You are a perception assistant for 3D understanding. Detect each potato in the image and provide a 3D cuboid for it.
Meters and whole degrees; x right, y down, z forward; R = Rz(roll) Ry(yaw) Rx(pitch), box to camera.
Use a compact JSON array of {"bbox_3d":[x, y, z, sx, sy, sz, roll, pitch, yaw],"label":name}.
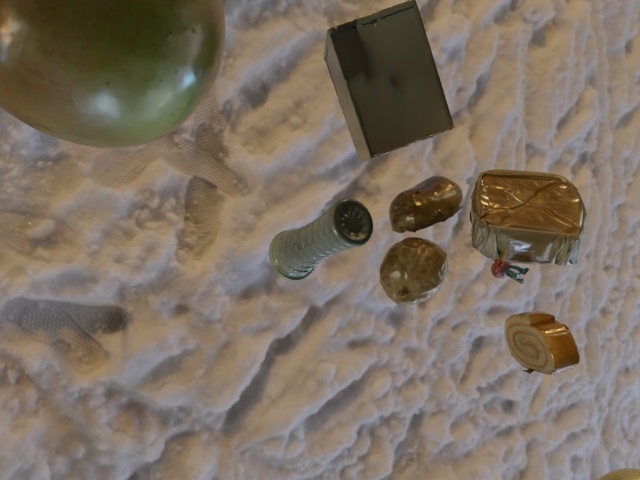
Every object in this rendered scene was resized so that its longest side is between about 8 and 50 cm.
[{"bbox_3d":[0.235,-0.095,1.045,0.200,0.164,0.081,-35,112,-37],"label":"potato"}]

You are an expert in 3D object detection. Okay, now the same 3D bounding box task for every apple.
[{"bbox_3d":[-0.295,-0.283,0.594,0.277,0.319,0.319,0,96,-58],"label":"apple"}]

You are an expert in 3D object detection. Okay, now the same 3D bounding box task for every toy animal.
[{"bbox_3d":[0.577,0.056,1.463,0.103,0.208,0.100,-6,131,-33],"label":"toy animal"}]

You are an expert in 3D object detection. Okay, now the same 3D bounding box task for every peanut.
[{"bbox_3d":[0.204,0.070,1.005,0.159,0.140,0.109,-66,164,1],"label":"peanut"}]

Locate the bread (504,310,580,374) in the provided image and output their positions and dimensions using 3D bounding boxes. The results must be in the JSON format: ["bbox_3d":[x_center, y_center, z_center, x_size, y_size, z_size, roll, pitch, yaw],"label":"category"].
[{"bbox_3d":[0.428,0.199,0.901,0.073,0.149,0.122,-12,85,-12],"label":"bread"}]

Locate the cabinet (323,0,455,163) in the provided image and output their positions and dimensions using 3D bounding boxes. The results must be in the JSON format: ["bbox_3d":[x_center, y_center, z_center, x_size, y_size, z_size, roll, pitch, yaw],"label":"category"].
[{"bbox_3d":[0.109,-0.256,0.773,0.145,0.150,0.206,-20,97,0],"label":"cabinet"}]

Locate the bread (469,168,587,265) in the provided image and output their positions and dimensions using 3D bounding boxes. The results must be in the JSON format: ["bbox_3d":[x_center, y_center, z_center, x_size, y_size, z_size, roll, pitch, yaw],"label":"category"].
[{"bbox_3d":[0.412,-0.047,0.923,0.110,0.209,0.192,83,15,-50],"label":"bread"}]

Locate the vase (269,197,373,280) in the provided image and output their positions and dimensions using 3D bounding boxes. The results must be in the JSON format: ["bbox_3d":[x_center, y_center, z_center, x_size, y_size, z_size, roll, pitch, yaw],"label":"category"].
[{"bbox_3d":[0.000,0.000,1.099,0.143,0.299,0.143,10,70,-28],"label":"vase"}]

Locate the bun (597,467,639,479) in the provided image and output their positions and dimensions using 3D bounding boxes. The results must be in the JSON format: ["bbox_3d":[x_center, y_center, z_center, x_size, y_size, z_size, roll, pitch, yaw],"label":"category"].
[{"bbox_3d":[0.506,0.483,0.728,0.222,0.127,0.222,1,77,-3],"label":"bun"}]
